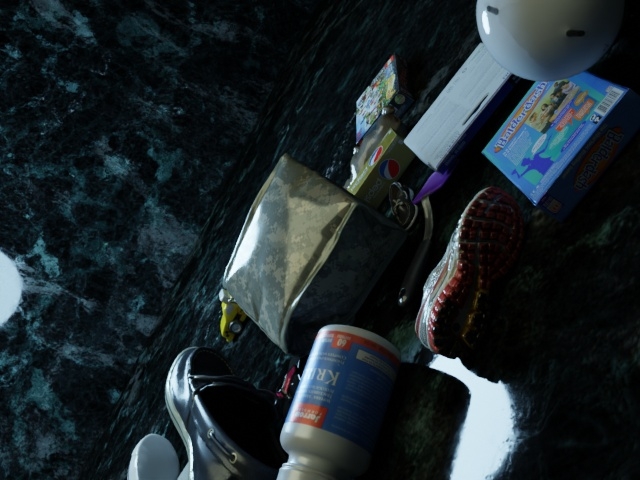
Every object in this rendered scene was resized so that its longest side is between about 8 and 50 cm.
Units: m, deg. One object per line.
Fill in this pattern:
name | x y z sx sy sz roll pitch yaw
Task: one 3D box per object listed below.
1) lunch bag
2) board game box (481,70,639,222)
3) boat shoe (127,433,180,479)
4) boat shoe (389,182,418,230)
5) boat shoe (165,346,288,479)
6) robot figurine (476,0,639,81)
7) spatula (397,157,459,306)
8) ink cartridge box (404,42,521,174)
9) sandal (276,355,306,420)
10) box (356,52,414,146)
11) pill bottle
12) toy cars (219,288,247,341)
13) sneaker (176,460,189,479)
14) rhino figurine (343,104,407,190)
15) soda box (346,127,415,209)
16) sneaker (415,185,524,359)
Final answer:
lunch bag | -0.029 0.035 1.216 0.235 0.169 0.287 38 97 46
board game box | 0.294 -0.132 0.869 0.160 0.047 0.210 -55 18 18
boat shoe | -0.414 0.596 1.573 0.158 0.127 0.340 -47 20 15
boat shoe | 0.141 -0.062 1.216 0.046 0.038 0.125 -50 19 30
boat shoe | -0.158 0.310 1.224 0.156 0.186 0.500 -59 23 10
robot figurine | 0.298 -0.302 0.846 0.209 0.174 0.278 -23 14 45
spatula | 0.164 -0.019 1.092 0.084 0.030 0.296 -35 30 50
ink cartridge box | 0.242 -0.214 1.145 0.223 0.045 0.224 -52 16 12
sandal | -0.055 0.253 1.258 0.067 0.040 0.179 -52 19 27
box | 0.145 -0.324 1.631 0.159 0.044 0.233 -51 19 30
pill bottle | 0.020 0.234 0.926 0.124 0.124 0.221 -32 32 58
toy cars | -0.167 0.109 1.746 0.393 0.087 0.176 -43 24 44
sneaker | -0.310 0.542 1.381 0.099 0.121 0.262 -22 41 63
rhino figurine | 0.098 -0.159 1.448 0.243 0.073 0.106 -57 14 17
soda box | 0.113 -0.126 1.371 0.181 0.058 0.061 -56 17 16
sneaker | 0.175 0.033 0.873 0.225 0.088 0.092 -63 15 -10
